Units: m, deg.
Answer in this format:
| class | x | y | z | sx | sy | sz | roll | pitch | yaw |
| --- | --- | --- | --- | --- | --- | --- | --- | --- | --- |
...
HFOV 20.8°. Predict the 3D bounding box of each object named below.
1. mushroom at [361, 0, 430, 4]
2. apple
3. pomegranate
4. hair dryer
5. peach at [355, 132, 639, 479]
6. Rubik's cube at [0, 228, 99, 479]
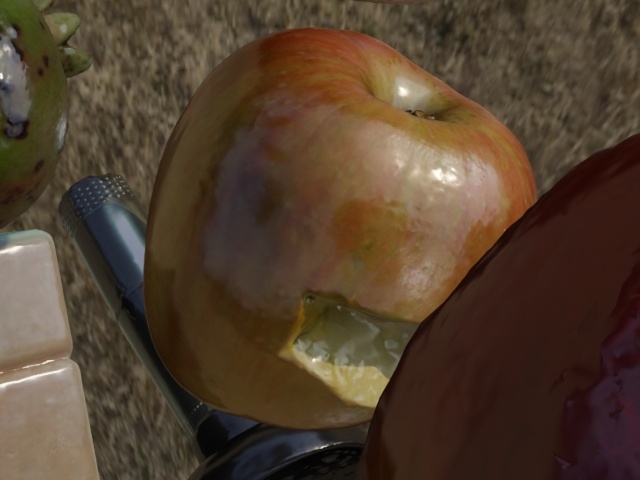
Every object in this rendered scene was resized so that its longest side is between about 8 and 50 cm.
| class | x | y | z | sx | sy | sz | roll | pitch | yaw |
| --- | --- | --- | --- | --- | --- | --- | --- | --- | --- |
| mushroom | 0.028 | -0.228 | 0.899 | 0.246 | 0.202 | 0.246 | 1 | 73 | -3 |
| apple | 0.000 | 0.000 | 0.832 | 0.199 | 0.199 | 0.199 | 1 | 75 | -3 |
| pomegranate | -0.307 | -0.146 | 1.496 | 0.242 | 0.242 | 0.306 | 25 | 54 | 4 |
| hair dryer | -0.052 | 0.030 | 1.195 | 0.156 | 0.284 | 0.320 | -5 | 57 | -40 |
| peach | 0.150 | 0.137 | 0.464 | 0.281 | 0.281 | 0.338 | -1 | 83 | -3 |
| Rubik's cube | -0.343 | 0.176 | 1.091 | 0.316 | 0.322 | 0.318 | -13 | 95 | -39 |
